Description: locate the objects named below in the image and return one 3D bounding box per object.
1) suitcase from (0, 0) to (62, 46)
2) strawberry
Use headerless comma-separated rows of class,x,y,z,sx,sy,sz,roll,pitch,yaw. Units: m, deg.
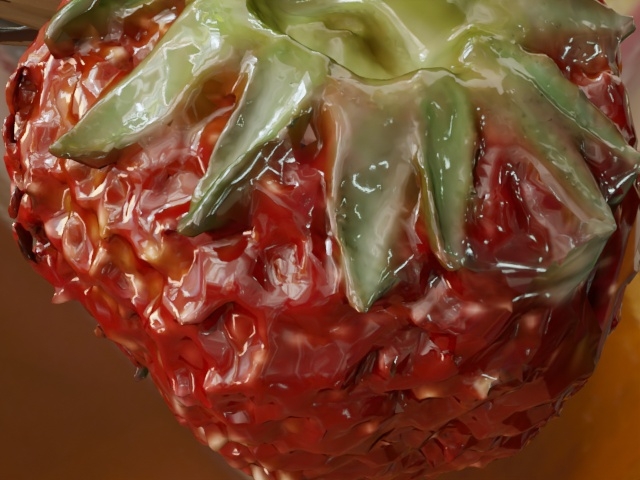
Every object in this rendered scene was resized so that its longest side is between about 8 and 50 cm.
suitcase,-0.149,-0.228,0.980,0.351,0.339,0.194,15,55,-41
strawberry,-0.002,-0.001,0.728,0.292,0.343,0.292,5,53,-6
